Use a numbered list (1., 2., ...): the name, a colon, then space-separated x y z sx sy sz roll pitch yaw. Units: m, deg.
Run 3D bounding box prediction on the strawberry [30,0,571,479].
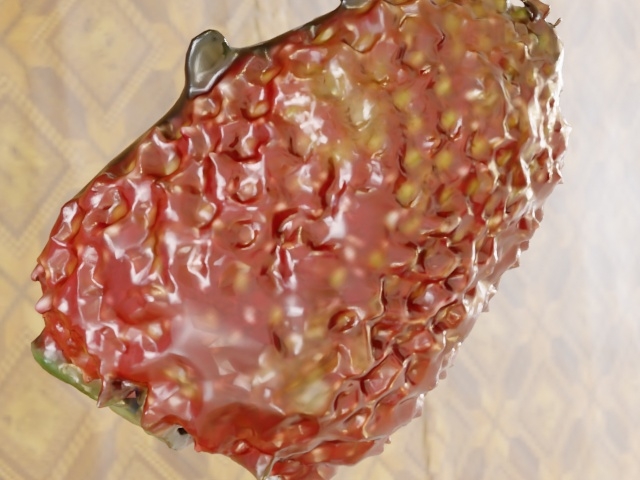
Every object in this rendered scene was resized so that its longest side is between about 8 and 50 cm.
1. strawberry: 0.000 0.000 0.733 0.233 0.306 0.138 28 23 -21
